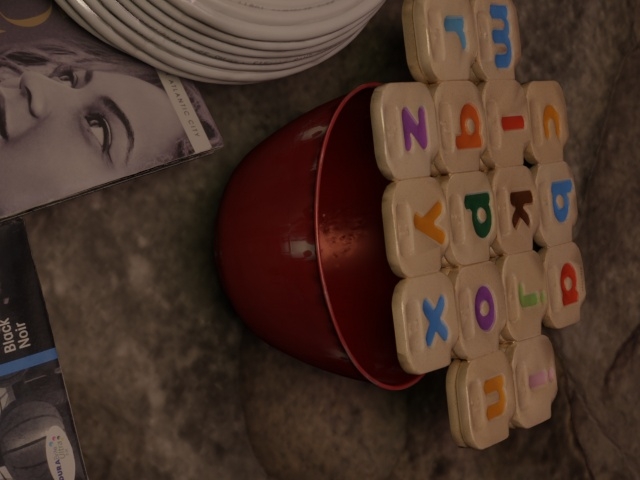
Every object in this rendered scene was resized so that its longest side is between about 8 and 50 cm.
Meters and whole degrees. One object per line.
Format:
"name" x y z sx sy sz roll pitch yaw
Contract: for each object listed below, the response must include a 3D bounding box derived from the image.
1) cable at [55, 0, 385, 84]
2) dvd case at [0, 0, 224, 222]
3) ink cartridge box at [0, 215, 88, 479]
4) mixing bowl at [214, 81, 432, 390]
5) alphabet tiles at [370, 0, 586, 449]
"cable" -0.056 -0.217 0.991 0.257 0.089 0.257 33 59 -24
"dvd case" -0.178 -0.093 0.940 0.221 0.018 0.165 -20 80 -34
"ink cartridge box" -0.290 0.104 0.872 0.332 0.065 0.165 -18 99 -31
"mixing bowl" 0.000 0.000 1.023 0.181 0.098 0.181 14 74 -61
"alphabet tiles" 0.103 -0.016 1.091 0.278 0.021 0.284 -11 95 -59
